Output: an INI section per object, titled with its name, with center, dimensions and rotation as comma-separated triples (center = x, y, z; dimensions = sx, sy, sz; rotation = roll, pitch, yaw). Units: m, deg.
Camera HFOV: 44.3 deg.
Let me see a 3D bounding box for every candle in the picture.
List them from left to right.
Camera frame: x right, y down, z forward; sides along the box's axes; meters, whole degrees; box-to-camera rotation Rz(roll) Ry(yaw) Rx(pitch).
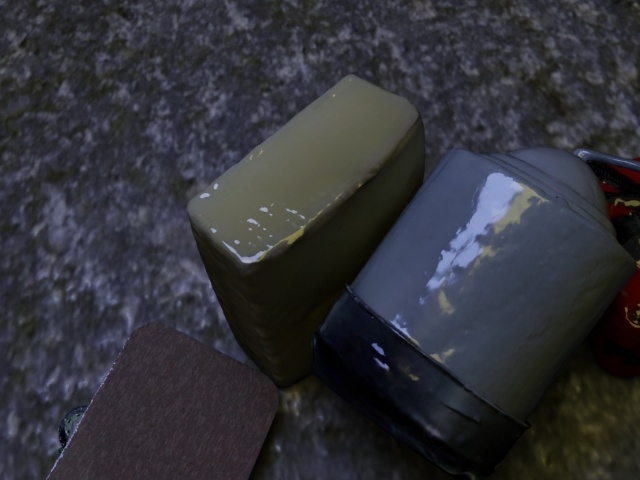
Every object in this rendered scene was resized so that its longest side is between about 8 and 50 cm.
[candle]
center = 0.157, 0.042, 0.752
dimensions = 0.221, 0.221, 0.342
rotation = 36, 91, 29

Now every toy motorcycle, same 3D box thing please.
[toy motorcycle]
center = -0.206, 0.244, 0.807
dimensions = 0.190, 0.074, 0.106
rotation = 21, 69, 21

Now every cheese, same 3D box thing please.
[cheese]
center = 0.000, 0.000, 0.830
dimensions = 0.242, 0.265, 0.124
rotation = -38, 60, -18

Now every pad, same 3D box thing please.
[pad]
center = -0.158, 0.217, 0.773
dimensions = 0.176, 0.002, 0.266
rotation = 27, 55, -4

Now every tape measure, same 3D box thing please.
[tape measure]
center = 0.378, 0.010, 0.860
dimensions = 0.261, 0.114, 0.253
rotation = -13, 54, -1
